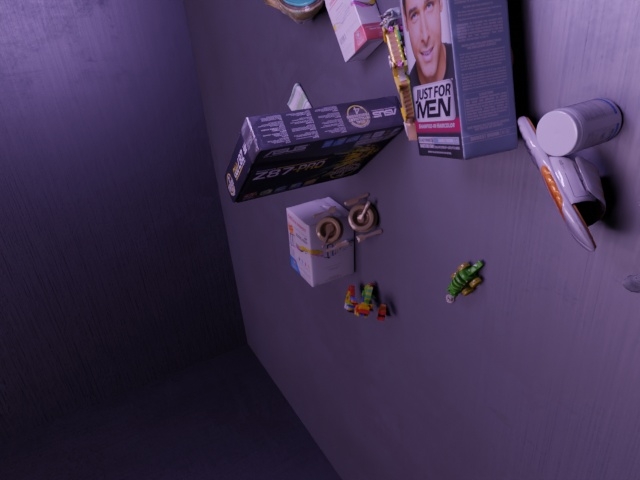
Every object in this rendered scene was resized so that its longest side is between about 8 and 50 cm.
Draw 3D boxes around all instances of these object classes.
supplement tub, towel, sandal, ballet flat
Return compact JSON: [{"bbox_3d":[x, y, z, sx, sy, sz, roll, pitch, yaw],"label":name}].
[{"bbox_3d":[0.389,-0.171,0.700,0.071,0.107,0.070,45,144,46],"label":"supplement tub"},{"bbox_3d":[-0.064,-0.439,1.580,0.151,0.023,0.113,64,156,16],"label":"towel"},{"bbox_3d":[0.399,-0.112,0.749,0.076,0.102,0.265,-25,61,23],"label":"sandal"},{"bbox_3d":[-0.078,-0.694,1.348,0.348,0.123,0.123,50,148,39],"label":"ballet flat"}]

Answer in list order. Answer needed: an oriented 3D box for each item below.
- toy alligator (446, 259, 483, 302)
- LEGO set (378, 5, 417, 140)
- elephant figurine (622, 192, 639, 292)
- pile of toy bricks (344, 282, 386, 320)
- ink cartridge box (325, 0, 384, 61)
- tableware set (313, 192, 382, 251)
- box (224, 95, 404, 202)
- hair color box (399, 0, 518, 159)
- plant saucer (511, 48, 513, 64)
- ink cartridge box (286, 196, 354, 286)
[{"bbox_3d":[0.324,0.108,1.100,0.056,0.052,0.189,60,153,26],"label":"toy alligator"},{"bbox_3d":[0.211,-0.363,1.004,0.132,0.107,0.286,-67,-39,-73],"label":"LEGO set"},{"bbox_3d":[0.488,-0.047,0.565,0.169,0.186,0.239,-11,-85,-72],"label":"elephant figurine"},{"bbox_3d":[0.148,0.187,1.497,0.212,0.118,0.104,179,102,-81],"label":"pile of toy bricks"},{"bbox_3d":[0.080,-0.559,1.139,0.115,0.067,0.198,-17,93,66],"label":"ink cartridge box"},{"bbox_3d":[0.073,-0.049,1.382,0.128,0.194,0.039,70,-163,3],"label":"tableware set"},{"bbox_3d":[-0.025,-0.230,1.192,0.097,0.395,0.318,69,155,11],"label":"box"},{"bbox_3d":[0.241,-0.344,0.841,0.185,0.114,0.373,-137,36,-72],"label":"hair color box"},{"bbox_3d":[0.320,-0.330,0.853,0.083,0.013,0.083,44,144,45],"label":"plant saucer"},{"bbox_3d":[0.000,0.000,1.570,0.171,0.169,0.232,40,140,51],"label":"ink cartridge box"}]
